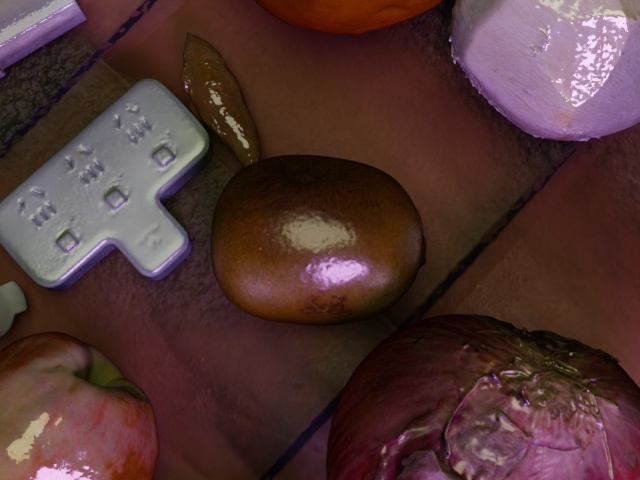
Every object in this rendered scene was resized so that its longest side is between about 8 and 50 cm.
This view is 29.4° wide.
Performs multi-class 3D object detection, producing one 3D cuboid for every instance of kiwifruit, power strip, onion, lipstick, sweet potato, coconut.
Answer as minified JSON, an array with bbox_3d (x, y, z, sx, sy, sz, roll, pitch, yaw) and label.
[{"bbox_3d":[0.000,0.000,1.333,0.234,0.196,0.196,7,80,7],"label":"kiwifruit"},{"bbox_3d":[-0.232,-0.041,1.421,0.265,0.059,0.193,-42,80,-5],"label":"power strip"},{"bbox_3d":[0.181,0.233,1.222,0.353,0.353,0.354,-1,80,3],"label":"onion"},{"bbox_3d":[-0.406,-0.232,1.458,0.253,0.079,0.077,-32,78,-4],"label":"lipstick"},{"bbox_3d":[-0.116,-0.155,1.435,0.068,0.060,0.206,-33,73,8],"label":"sweet potato"},{"bbox_3d":[0.280,-0.226,1.335,0.247,0.245,0.245,37,84,15],"label":"coconut"}]

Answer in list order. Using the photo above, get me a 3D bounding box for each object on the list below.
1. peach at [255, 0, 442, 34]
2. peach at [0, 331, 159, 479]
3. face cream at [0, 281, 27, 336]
[{"bbox_3d":[0.026,-0.401,1.352,0.301,0.343,0.343,-20,75,44],"label":"peach"},{"bbox_3d":[-0.305,0.231,1.298,0.232,0.232,0.257,40,93,9],"label":"peach"},{"bbox_3d":[-0.509,0.141,1.360,0.369,0.145,0.145,-27,79,-1],"label":"face cream"}]
